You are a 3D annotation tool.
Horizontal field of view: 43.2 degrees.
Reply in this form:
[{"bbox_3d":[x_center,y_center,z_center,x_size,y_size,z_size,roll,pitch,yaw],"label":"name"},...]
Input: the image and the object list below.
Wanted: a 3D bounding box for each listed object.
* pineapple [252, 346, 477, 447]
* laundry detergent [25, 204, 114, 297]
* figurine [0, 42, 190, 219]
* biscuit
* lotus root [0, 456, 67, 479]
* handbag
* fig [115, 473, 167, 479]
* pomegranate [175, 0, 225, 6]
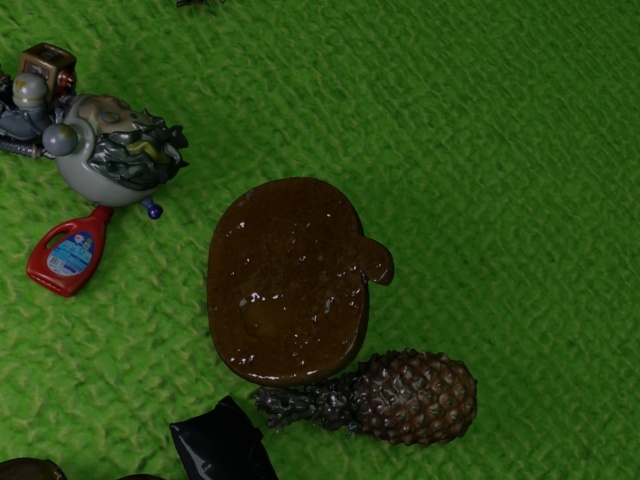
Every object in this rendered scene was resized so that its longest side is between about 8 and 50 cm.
[{"bbox_3d":[0.075,0.258,1.315,0.362,0.175,0.174,3,70,-23],"label":"pineapple"},{"bbox_3d":[-0.390,0.006,1.288,0.097,0.049,0.165,30,60,-6],"label":"laundry detergent"},{"bbox_3d":[-0.391,-0.188,1.286,0.382,0.186,0.261,31,36,-3],"label":"figurine"},{"bbox_3d":[-0.034,0.058,1.314,0.314,0.063,0.367,-10,60,11],"label":"biscuit"},{"bbox_3d":[-0.456,0.380,1.076,0.241,0.124,0.123,-40,100,-29],"label":"lotus root"},{"bbox_3d":[-0.121,0.361,1.203,0.089,0.211,0.254,-30,84,15],"label":"handbag"},{"bbox_3d":[-0.256,0.424,1.115,0.181,0.181,0.191,18,96,-15],"label":"fig"},{"bbox_3d":[-0.247,-0.524,1.503,0.149,0.148,0.169,-16,115,-27],"label":"pomegranate"}]
